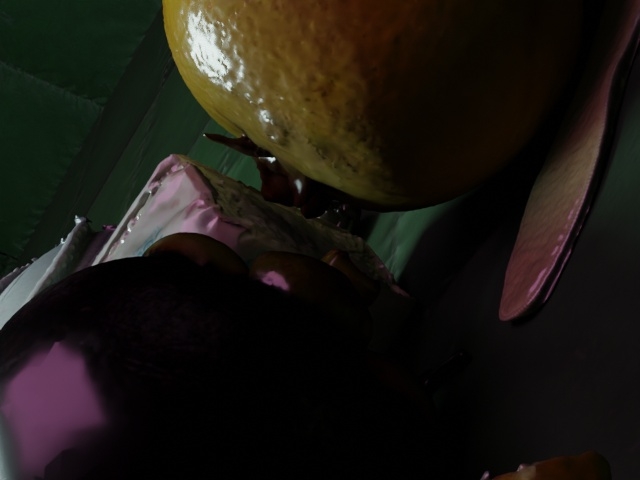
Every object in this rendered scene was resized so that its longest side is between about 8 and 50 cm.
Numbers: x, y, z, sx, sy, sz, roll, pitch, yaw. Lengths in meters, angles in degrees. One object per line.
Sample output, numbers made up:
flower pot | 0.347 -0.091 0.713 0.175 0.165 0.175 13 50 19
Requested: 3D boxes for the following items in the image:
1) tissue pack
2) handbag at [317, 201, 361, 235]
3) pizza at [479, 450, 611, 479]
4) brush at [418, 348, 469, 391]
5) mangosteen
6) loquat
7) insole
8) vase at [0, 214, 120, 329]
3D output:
tissue pack | -0.087 0.098 1.204 0.271 0.201 0.124 -56 42 12
handbag | 0.000 0.000 1.419 0.111 0.047 0.072 -52 20 49
pizza | 0.040 0.261 0.776 0.365 0.073 0.182 -68 16 -10
brush | 0.071 0.086 1.093 0.083 0.008 0.024 -45 21 55
mangosteen | -0.055 0.115 1.002 0.302 0.275 0.275 -51 4 -34
loquat | 0.031 -0.140 1.120 0.275 0.274 0.275 -58 16 26
insole | 0.154 -0.065 1.040 0.248 0.011 0.081 -69 14 -18
vase | -0.220 0.199 1.396 0.250 0.250 0.445 -51 10 44
